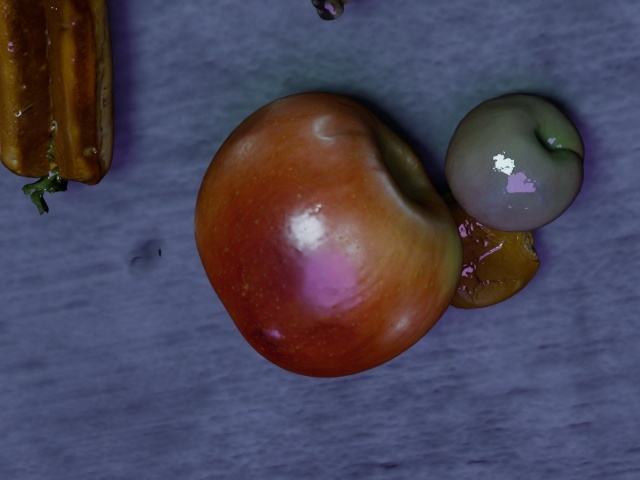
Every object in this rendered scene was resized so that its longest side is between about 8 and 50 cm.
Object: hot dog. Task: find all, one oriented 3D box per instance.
[{"bbox_3d":[-0.152,-0.101,0.866,0.072,0.055,0.188,7,131,1],"label":"hot dog"}]

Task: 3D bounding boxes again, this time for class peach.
[{"bbox_3d":[0.113,-0.045,0.887,0.083,0.083,0.083,1,131,2],"label":"peach"}]

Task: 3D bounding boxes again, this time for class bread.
[{"bbox_3d":[0.093,0.004,0.951,0.081,0.046,0.083,-15,127,12],"label":"bread"}]

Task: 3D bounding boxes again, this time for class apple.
[{"bbox_3d":[0.000,0.000,0.878,0.139,0.163,0.163,-37,120,21],"label":"apple"}]

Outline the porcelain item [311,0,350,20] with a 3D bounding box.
[{"bbox_3d":[0.091,-0.172,0.793,0.213,0.054,0.084,-18,125,16],"label":"porcelain item"}]
